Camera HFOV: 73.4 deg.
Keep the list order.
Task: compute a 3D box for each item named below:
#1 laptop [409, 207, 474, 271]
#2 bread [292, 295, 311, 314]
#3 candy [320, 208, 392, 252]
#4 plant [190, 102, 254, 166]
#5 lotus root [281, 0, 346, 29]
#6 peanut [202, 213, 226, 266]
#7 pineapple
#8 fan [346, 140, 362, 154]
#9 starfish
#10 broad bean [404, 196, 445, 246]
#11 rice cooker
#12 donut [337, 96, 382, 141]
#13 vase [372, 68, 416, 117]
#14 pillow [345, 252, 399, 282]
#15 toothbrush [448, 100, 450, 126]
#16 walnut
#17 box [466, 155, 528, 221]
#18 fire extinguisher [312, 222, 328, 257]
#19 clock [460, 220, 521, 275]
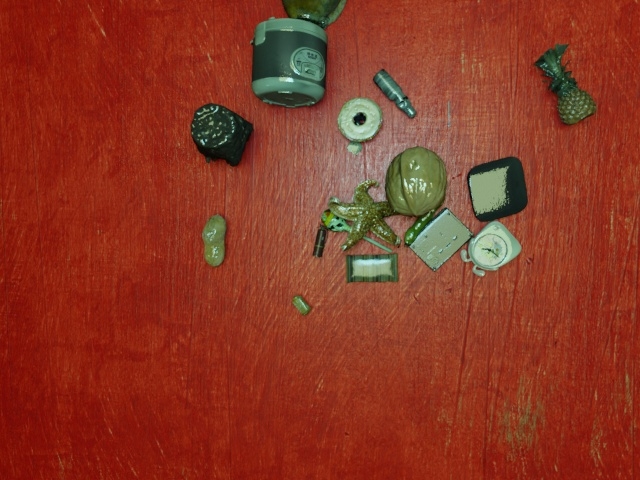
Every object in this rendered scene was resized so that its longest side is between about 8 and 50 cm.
[{"bbox_3d":[0.451,-0.004,1.621,0.207,0.026,0.154,-45,86,9],"label":"laptop"},{"bbox_3d":[-0.077,0.257,1.717,0.088,0.034,0.049,48,113,8],"label":"bread"},{"bbox_3d":[0.143,-0.031,1.656,0.306,0.091,0.083,27,118,-5],"label":"candy"},{"bbox_3d":[-0.361,-0.386,1.610,0.189,0.276,0.198,18,87,4],"label":"plant"},{"bbox_3d":[-0.041,-0.936,1.590,0.267,0.149,0.260,22,96,10],"label":"lotus root"},{"bbox_3d":[-0.428,0.002,1.735,0.100,0.099,0.214,3,99,9],"label":"peanut"},{"bbox_3d":[0.849,-0.543,1.486,0.130,0.119,0.277,-29,86,28],"label":"pineapple"},{"bbox_3d":[0.142,-0.373,1.661,0.056,0.004,0.083,38,98,7],"label":"fan"},{"bbox_3d":[0.184,-0.080,1.582,0.312,0.113,0.303,-40,78,-19],"label":"starfish"},{"bbox_3d":[0.387,-0.083,1.613,0.052,0.053,0.256,36,96,5],"label":"broad bean"},{"bbox_3d":[-0.107,-0.643,1.555,0.289,0.288,0.276,5,93,9],"label":"rice cooker"},{"bbox_3d":[0.150,-0.453,1.624,0.175,0.068,0.174,0,92,11],"label":"donut"},{"bbox_3d":[0.283,-0.542,1.602,0.060,0.060,0.211,-40,88,9],"label":"vase"},{"bbox_3d":[0.199,0.108,1.663,0.204,0.038,0.113,-1,90,8],"label":"pillow"},{"bbox_3d":[0.479,-0.471,1.600,0.006,0.008,0.096,-2,92,-5],"label":"toothbrush"},{"bbox_3d":[0.337,-0.206,1.527,0.225,0.225,0.260,0,64,9],"label":"walnut"},{"bbox_3d":[0.647,-0.187,1.572,0.201,0.042,0.212,-14,92,9],"label":"box"},{"bbox_3d":[0.000,0.000,1.687,0.056,0.039,0.132,10,95,-24],"label":"fire extinguisher"},{"bbox_3d":[0.618,0.033,1.579,0.191,0.062,0.151,-41,87,9],"label":"clock"}]
